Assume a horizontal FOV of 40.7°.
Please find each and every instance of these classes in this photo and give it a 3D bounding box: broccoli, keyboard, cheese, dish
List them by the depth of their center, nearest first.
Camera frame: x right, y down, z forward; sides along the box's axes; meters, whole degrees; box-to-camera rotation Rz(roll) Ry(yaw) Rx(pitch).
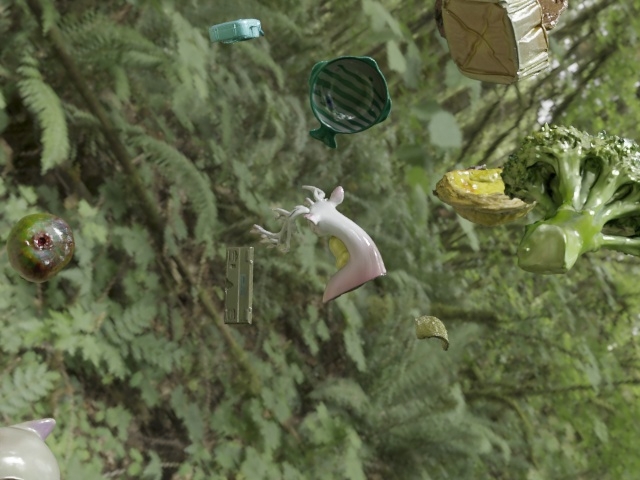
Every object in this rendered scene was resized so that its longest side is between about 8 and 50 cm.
[{"bbox_3d":[-0.136,0.075,1.432,0.015,0.049,0.129,32,58,-75],"label":"keyboard"},{"bbox_3d":[0.458,-0.069,1.615,0.353,0.397,0.275,35,-49,55],"label":"broccoli"},{"bbox_3d":[0.233,0.188,1.787,0.084,0.041,0.060,22,42,-23],"label":"cheese"},{"bbox_3d":[0.063,-0.359,2.172,0.224,0.246,0.078,29,21,-10],"label":"dish"}]

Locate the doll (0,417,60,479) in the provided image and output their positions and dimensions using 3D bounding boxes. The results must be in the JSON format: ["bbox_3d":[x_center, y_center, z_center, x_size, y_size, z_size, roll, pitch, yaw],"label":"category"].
[{"bbox_3d":[-0.509,0.439,1.315,0.226,0.215,0.370,19,21,-30],"label":"doll"}]

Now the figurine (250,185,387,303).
[{"bbox_3d":[-0.008,0.003,2.258,0.284,0.206,0.316,-30,-98,55],"label":"figurine"}]

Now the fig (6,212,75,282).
[{"bbox_3d":[-0.609,0.035,1.865,0.149,0.149,0.245,58,-28,5],"label":"fig"}]

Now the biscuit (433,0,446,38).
[{"bbox_3d":[0.375,-0.587,2.184,0.049,0.192,0.192,21,35,-60],"label":"biscuit"}]

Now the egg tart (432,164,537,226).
[{"bbox_3d":[0.401,-0.107,2.029,0.279,0.278,0.095,-108,-166,-68],"label":"egg tart"}]

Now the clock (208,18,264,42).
[{"bbox_3d":[-0.195,-0.508,2.095,0.147,0.108,0.045,-27,110,-62],"label":"clock"}]

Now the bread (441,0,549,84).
[{"bbox_3d":[0.344,-0.410,1.688,0.210,0.109,0.192,23,-43,56],"label":"bread"}]

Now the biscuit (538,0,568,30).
[{"bbox_3d":[0.491,-0.582,2.086,0.041,0.208,0.290,90,19,-57],"label":"biscuit"}]
